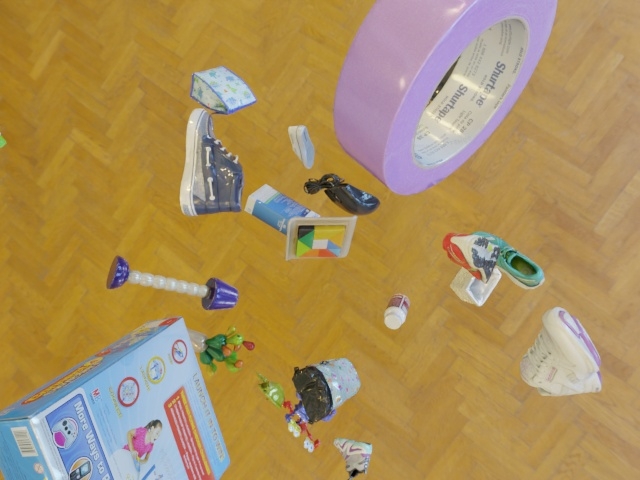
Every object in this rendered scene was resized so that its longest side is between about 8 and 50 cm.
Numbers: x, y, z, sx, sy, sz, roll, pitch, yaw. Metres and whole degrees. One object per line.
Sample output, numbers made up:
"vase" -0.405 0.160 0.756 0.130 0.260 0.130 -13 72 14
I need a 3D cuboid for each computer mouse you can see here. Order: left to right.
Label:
"computer mouse" 0.085 -0.140 1.445 0.272 0.189 0.072 19 76 -29

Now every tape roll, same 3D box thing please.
"tape roll" 0.147 -0.190 0.507 0.275 0.275 0.090 -46 63 4

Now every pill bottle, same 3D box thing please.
"pill bottle" 0.305 0.286 1.690 0.086 0.152 0.086 10 117 19

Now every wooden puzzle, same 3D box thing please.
"wooden puzzle" 0.000 0.000 1.455 0.239 0.220 0.044 -5 52 -11

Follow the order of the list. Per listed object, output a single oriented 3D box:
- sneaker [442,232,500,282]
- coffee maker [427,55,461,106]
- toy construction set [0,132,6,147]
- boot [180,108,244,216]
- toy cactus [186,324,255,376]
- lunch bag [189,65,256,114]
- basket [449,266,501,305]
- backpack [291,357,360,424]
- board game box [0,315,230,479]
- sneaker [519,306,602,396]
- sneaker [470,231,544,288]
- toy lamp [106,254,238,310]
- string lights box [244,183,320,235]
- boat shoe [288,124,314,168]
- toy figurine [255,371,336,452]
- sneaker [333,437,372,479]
"sneaker" 0.416 0.037 1.168 0.118 0.279 0.107 19 81 38
"coffee maker" 0.264 -0.391 1.005 0.171 0.178 0.120 -34 108 14
"toy construction set" -0.786 -0.193 0.813 0.328 0.151 0.215 -5 44 -8
"boot" -0.160 -0.123 0.650 0.086 0.069 0.189 -1 67 -2
"toy cactus" -0.270 0.270 1.076 0.181 0.219 0.112 32 52 -12
"lunch bag" -0.282 -0.429 1.233 0.151 0.129 0.096 35 136 13
"basket" 0.602 0.156 1.644 0.113 0.103 0.167 46 73 -20
"backpack" 0.023 0.392 1.137 0.115 0.182 0.151 -26 75 28
"board game box" -0.288 0.320 0.651 0.086 0.302 0.308 -12 99 18
"sneaker" 0.491 0.254 0.879 0.152 0.305 0.114 -23 39 19
"sneaker" 0.610 0.048 1.385 0.275 0.110 0.107 37 86 30
"toy lamp" -0.311 0.101 0.918 0.080 0.275 0.080 -31 50 45
"string lights box" -0.147 -0.107 1.638 0.260 0.133 0.076 31 128 8
"boat shoe" -0.082 -0.402 1.791 0.076 0.226 0.083 15 56 20
"toy figurine" -0.054 0.590 1.599 0.217 0.191 0.362 -36 107 -3
"sneaker" 0.052 0.398 0.760 0.038 0.098 0.069 22 63 -24
